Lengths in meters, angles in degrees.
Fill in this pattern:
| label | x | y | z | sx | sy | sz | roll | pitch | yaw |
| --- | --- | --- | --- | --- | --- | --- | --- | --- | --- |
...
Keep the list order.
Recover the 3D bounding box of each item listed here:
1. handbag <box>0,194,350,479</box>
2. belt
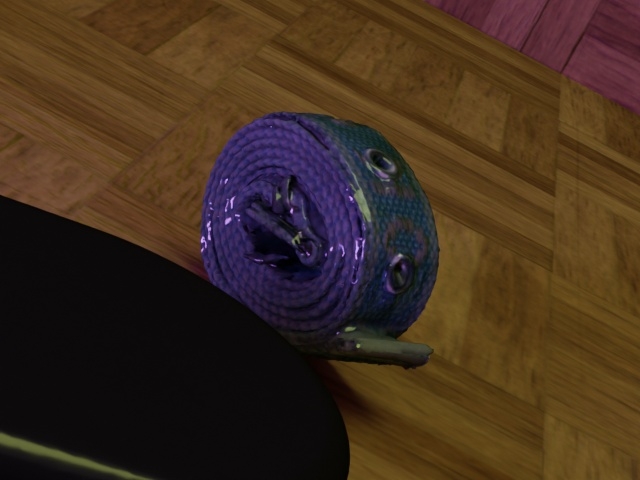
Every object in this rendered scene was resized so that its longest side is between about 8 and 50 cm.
| label | x | y | z | sx | sy | sz | roll | pitch | yaw |
| --- | --- | --- | --- | --- | --- | --- | --- | --- | --- |
| handbag | -0.132 | 0.068 | 0.702 | 0.308 | 0.093 | 0.254 | 21 | 21 | -22 |
| belt | -0.005 | -0.003 | 1.013 | 0.082 | 0.148 | 0.163 | 7 | -2 | -41 |
